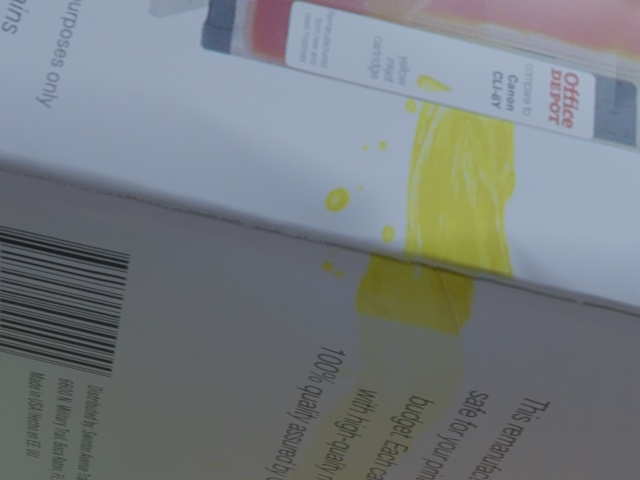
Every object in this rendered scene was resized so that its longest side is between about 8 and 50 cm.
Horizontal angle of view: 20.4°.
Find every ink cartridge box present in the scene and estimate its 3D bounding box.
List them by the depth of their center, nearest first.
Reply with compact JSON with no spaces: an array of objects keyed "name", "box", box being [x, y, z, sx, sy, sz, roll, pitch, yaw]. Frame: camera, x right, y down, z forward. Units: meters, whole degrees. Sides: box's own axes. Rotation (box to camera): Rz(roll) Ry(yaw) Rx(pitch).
[{"name":"ink cartridge box","box":[0.000,0.000,0.608,0.279,0.385,0.160,111,172,-61]}]
